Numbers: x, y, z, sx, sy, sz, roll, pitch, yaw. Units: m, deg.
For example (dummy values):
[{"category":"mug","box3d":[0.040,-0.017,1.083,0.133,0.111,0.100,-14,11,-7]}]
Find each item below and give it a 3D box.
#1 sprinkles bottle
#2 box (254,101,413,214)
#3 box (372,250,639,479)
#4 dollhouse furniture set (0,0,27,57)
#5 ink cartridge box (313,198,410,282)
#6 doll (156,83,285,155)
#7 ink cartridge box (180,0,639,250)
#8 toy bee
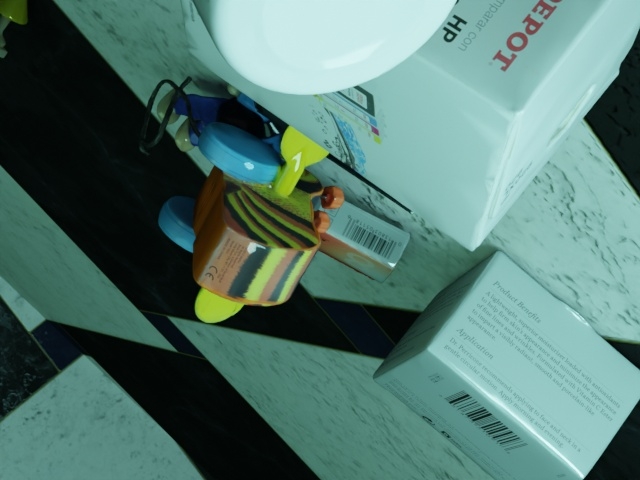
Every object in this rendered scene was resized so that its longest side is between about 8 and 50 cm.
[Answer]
[{"category":"sprinkles bottle","box3d":[-0.051,-0.230,0.683,0.121,0.121,0.355,70,175,-54]},{"category":"box","box3d":[0.020,-0.133,1.079,0.175,0.051,0.220,34,159,17]},{"category":"box","box3d":[0.170,0.126,1.255,0.181,0.119,0.182,41,160,-1]},{"category":"dollhouse furniture set","box3d":[-0.464,-0.358,1.454,0.303,0.198,0.286,18,-156,-43]},{"category":"ink cartridge box","box3d":[0.000,0.000,1.355,0.145,0.045,0.179,28,160,-1]},{"category":"doll","box3d":[-0.067,-0.102,1.306,0.189,0.046,0.129,13,145,41]},{"category":"ink cartridge box","box3d":[0.057,-0.148,0.811,0.233,0.171,0.168,35,159,14]},{"category":"toy bee","box3d":[-0.041,-0.040,1.130,0.162,0.298,0.195,20,133,-24]}]
